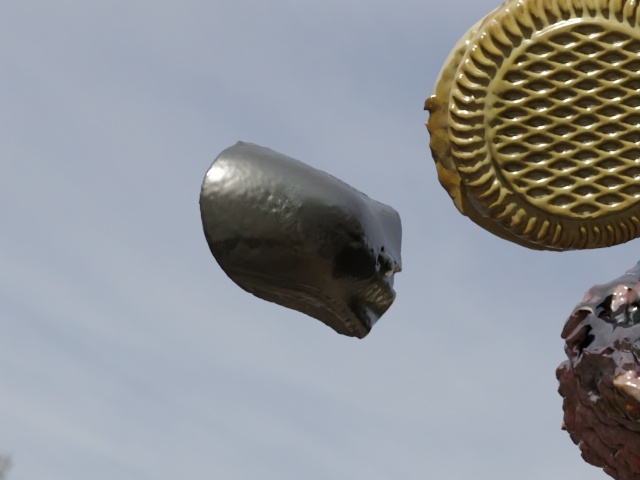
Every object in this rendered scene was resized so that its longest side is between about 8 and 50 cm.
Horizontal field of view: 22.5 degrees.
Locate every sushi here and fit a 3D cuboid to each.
[{"bbox_3d":[0.369,0.116,1.578,0.236,0.270,0.171,20,-45,41],"label":"sushi"}]

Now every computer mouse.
[{"bbox_3d":[0.000,0.000,1.563,0.088,0.147,0.264,-4,-22,43],"label":"computer mouse"}]

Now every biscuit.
[{"bbox_3d":[0.221,-0.107,1.416,0.259,0.259,0.079,28,15,-6],"label":"biscuit"}]
